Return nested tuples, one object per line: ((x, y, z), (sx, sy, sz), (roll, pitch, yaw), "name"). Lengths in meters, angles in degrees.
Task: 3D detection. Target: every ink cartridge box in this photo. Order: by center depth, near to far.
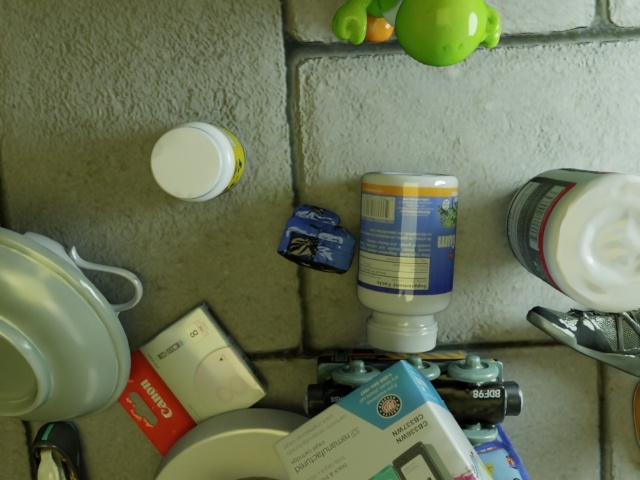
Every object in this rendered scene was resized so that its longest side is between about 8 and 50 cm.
((0.113, 0.327, 0.868), (0.198, 0.197, 0.270), (-35, 64, 4), "ink cartridge box")
((-0.235, 0.244, 1.181), (0.232, 0.066, 0.189), (-36, 96, 1), "ink cartridge box")

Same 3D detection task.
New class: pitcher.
((-0.412, 0.070, 1.132), (0.178, 0.125, 0.207), (-42, 105, -1), "pitcher")

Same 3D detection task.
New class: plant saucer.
((-0.494, 0.160, 1.061), (0.401, 0.100, 0.400), (7, 125, 10), "plant saucer")

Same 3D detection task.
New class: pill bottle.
((0.369, -0.015, 1.003), (0.176, 0.318, 0.176), (0, 98, 1), "pill bottle")
((-0.182, -0.119, 1.053), (0.119, 0.208, 0.119), (0, 98, 1), "pill bottle")
((0.134, 0.030, 1.097), (0.152, 0.152, 0.272), (2, 98, 1), "pill bottle")

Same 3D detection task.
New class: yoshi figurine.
((0.136, -0.308, 0.946), (0.203, 0.362, 0.203), (-44, 95, 5), "yoshi figurine")

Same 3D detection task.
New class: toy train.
((0.140, 0.236, 1.105), (0.334, 0.190, 0.142), (-2, 98, 0), "toy train")

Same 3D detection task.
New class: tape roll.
((-0.099, 0.469, 1.175), (0.392, 0.072, 0.392), (0, 105, -1), "tape roll")

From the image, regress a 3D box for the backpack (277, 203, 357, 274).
((0.000, 0.000, 1.123), (0.120, 0.098, 0.101), (20, 94, -1), "backpack")

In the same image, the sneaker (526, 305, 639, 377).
((0.453, 0.127, 1.140), (0.228, 0.087, 0.130), (21, 96, -5), "sneaker")

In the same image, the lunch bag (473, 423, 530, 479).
((0.205, 0.393, 1.072), (0.221, 0.293, 0.138), (-19, 97, 3), "lunch bag")

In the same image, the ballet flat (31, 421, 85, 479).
((-0.443, 0.451, 1.190), (0.095, 0.096, 0.280), (-12, 97, 2), "ballet flat")

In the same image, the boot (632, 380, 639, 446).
((0.587, 0.250, 1.089), (0.104, 0.211, 0.295), (5, 98, 1), "boot")
